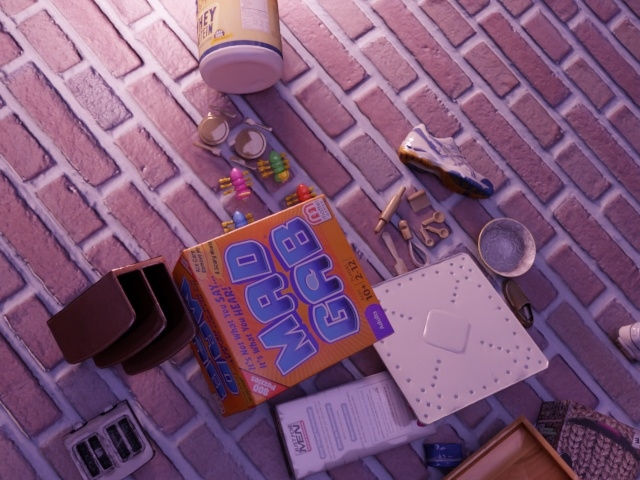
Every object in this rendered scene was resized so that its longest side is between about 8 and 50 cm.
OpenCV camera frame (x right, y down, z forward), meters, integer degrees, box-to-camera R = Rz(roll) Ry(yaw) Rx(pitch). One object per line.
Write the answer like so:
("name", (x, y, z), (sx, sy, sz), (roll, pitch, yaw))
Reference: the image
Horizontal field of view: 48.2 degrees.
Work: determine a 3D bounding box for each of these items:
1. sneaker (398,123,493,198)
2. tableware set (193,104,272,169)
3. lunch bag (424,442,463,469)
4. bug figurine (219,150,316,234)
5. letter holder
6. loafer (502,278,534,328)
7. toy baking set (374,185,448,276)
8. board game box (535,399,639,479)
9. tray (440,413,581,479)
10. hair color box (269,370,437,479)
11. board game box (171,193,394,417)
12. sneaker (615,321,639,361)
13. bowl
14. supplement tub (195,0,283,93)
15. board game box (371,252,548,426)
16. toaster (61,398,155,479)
("sneaker", (0.375, -0.230, 2.042), (0.297, 0.112, 0.131), (29, 71, -4))
("tableware set", (-0.240, -0.282, 1.967), (0.194, 0.039, 0.128), (22, 84, 1))
("lunch bag", (0.321, 0.556, 1.843), (0.099, 0.067, 0.065), (3, 75, -12))
("bug figurine", (-0.142, -0.116, 1.910), (0.279, 0.072, 0.216), (-25, 96, -16))
("letter holder", (-0.452, 0.204, 1.641), (0.152, 0.302, 0.214), (-19, 80, -53))
("loafer", (0.560, 0.174, 2.004), (0.056, 0.050, 0.148), (-24, 81, -17))
("toy baking set", (0.252, -0.028, 2.004), (0.197, 0.030, 0.256), (37, 71, 0))
("board game box", (0.676, 0.596, 1.868), (0.232, 0.141, 0.290), (24, 72, -5))
("tray", (0.406, 0.638, 1.753), (0.411, 0.076, 0.203), (-38, 61, -3))
("hair color box", (0.081, 0.451, 1.797), (0.375, 0.113, 0.185), (-14, 77, -16))
("board game box", (-0.114, 0.164, 1.685), (0.357, 0.356, 0.356), (-24, 82, -24))
("sneaker", (0.935, 0.317, 2.028), (0.258, 0.091, 0.094), (45, 65, -20))
("bowl", (0.510, 0.028, 2.017), (0.170, 0.080, 0.170), (3, 75, -10))
("supplement tub", (-0.223, -0.586, 1.950), (0.229, 0.228, 0.316), (-3, 76, -12))
("board game box", (0.319, 0.244, 1.846), (0.390, 0.050, 0.390), (-18, 58, -22))
("toaster", (-0.490, 0.486, 1.671), (0.168, 0.110, 0.185), (-29, 83, -16))
